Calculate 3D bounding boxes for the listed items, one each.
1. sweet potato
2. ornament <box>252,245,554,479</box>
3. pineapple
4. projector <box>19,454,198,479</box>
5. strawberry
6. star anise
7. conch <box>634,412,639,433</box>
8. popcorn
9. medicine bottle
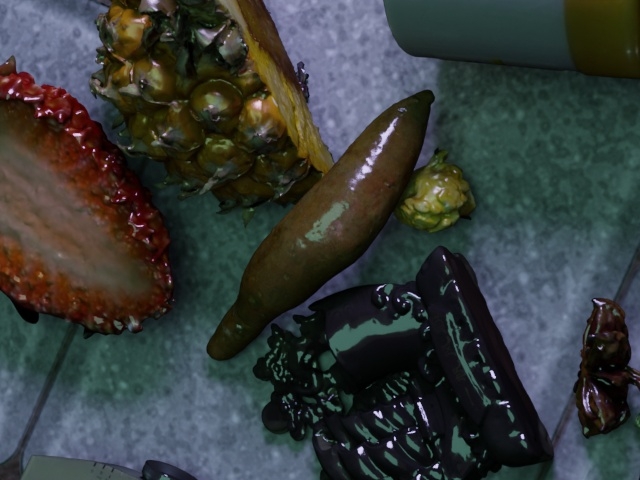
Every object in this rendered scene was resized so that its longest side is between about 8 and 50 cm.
[{"bbox_3d":[-0.004,0.004,1.693,0.079,0.108,0.346,42,109,3],"label":"sweet potato"},{"bbox_3d":[0.060,0.154,1.695,0.260,0.106,0.251,-30,74,19],"label":"ornament"},{"bbox_3d":[-0.154,-0.172,1.689,0.209,0.286,0.344,-26,78,11],"label":"pineapple"},{"bbox_3d":[-0.182,0.312,1.757,0.269,0.088,0.193,25,92,18],"label":"projector"},{"bbox_3d":[-0.259,-0.029,1.807,0.306,0.138,0.233,44,122,2],"label":"strawberry"},{"bbox_3d":[0.266,0.147,1.625,0.070,0.097,0.190,-1,85,-6],"label":"star anise"},{"bbox_3d":[0.340,0.175,1.618,0.121,0.074,0.089,29,79,40],"label":"conch"},{"bbox_3d":[0.113,-0.038,1.710,0.084,0.084,0.084,-2,84,18],"label":"popcorn"},{"bbox_3d":[0.195,-0.271,1.610,0.232,0.238,0.238,8,87,21],"label":"medicine bottle"}]
